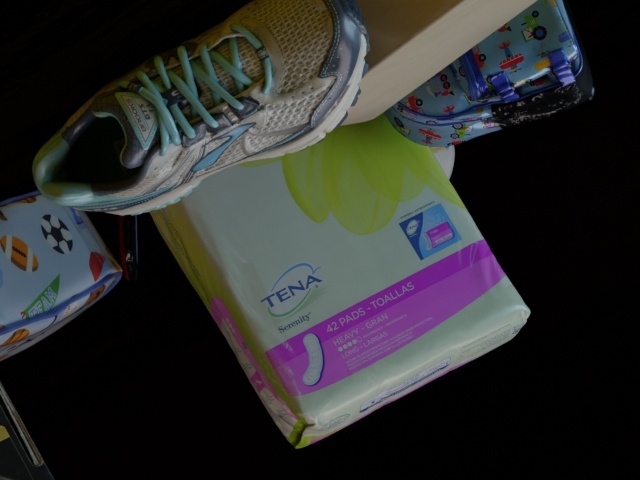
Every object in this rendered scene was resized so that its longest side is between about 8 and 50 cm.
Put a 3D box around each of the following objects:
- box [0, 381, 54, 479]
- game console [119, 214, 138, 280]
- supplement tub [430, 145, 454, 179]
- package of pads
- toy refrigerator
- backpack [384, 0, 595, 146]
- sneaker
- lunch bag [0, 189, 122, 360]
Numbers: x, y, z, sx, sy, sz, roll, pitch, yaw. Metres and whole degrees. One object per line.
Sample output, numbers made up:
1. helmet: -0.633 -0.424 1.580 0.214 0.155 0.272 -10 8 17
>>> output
1. box: -0.348 0.130 0.938 0.395 0.318 0.097 -27 175 -32
2. game console: -0.140 -0.032 1.744 0.085 0.124 0.144 -2 171 -4
3. supplement tub: 0.030 -0.077 1.849 0.144 0.144 0.199 -32 173 27
4. package of pads: 0.000 0.000 1.607 0.229 0.297 0.101 -26 166 -16
5. toy refrigerator: 0.071 -0.183 1.391 0.102 0.094 0.269 -13 164 -46
6. backpack: 0.116 -0.161 1.536 0.173 0.158 0.117 -18 168 12
7. sneaker: -0.088 -0.090 1.354 0.283 0.110 0.122 -33 170 31
8. lunch bag: -0.320 0.062 1.550 0.243 0.115 0.303 -29 176 27
